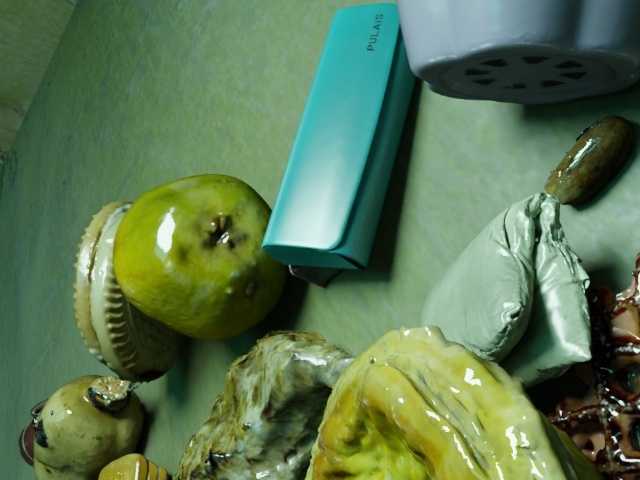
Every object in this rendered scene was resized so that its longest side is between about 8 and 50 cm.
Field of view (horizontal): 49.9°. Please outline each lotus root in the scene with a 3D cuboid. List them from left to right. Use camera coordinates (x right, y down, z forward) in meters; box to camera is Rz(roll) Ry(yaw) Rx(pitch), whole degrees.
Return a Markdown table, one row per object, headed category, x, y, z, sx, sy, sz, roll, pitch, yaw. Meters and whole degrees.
| category | x | y | z | sx | sy | sz | roll | pitch | yaw |
| --- | --- | --- | --- | --- | --- | --- | --- | --- | --- |
| lotus root | -0.359 | 0.297 | 1.048 | 0.140 | 0.154 | 0.257 | 48 | 117 | 45 |
| lotus root | 0.219 | -0.063 | 0.553 | 0.083 | 0.037 | 0.030 | -55 | 42 | 20 |

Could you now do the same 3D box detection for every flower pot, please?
| category | x | y | z | sx | sy | sz | roll | pitch | yaw |
| --- | --- | --- | --- | --- | --- | --- | --- | --- | --- |
| flower pot | 0.169 | -0.245 | 0.541 | 0.265 | 0.265 | 0.243 | -2 | 83 | 52 |

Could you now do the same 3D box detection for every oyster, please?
| category | x | y | z | sx | sy | sz | roll | pitch | yaw |
| --- | --- | --- | --- | --- | --- | --- | --- | --- | --- |
| oyster | -0.080 | 0.196 | 0.773 | 0.396 | 0.111 | 0.204 | -55 | 35 | 27 |

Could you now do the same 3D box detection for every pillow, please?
| category | x | y | z | sx | sy | sz | roll | pitch | yaw |
| --- | --- | --- | --- | --- | --- | --- | --- | --- | --- |
| pillow | 0.134 | 0.060 | 0.543 | 0.181 | 0.077 | 0.134 | 121 | 162 | -54 |

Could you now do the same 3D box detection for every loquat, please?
| category | x | y | z | sx | sy | sz | roll | pitch | yaw |
| --- | --- | --- | --- | --- | --- | --- | --- | --- | --- |
| loquat | -0.148 | 0.022 | 0.857 | 0.246 | 0.213 | 0.214 | 146 | 135 | -68 |

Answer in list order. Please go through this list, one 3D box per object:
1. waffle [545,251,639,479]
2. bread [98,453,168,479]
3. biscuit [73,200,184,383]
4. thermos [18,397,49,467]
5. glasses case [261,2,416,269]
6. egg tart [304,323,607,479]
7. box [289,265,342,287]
| category | x | y | z | sx | sy | sz | roll | pitch | yaw |
| --- | --- | --- | --- | --- | --- | --- | --- | --- | --- |
| waffle | 0.252 | 0.098 | 0.422 | 0.221 | 0.055 | 0.234 | 41 | 112 | 53 |
| bread | -0.258 | 0.397 | 0.934 | 0.116 | 0.077 | 0.200 | -36 | 46 | 40 |
| biscuit | -0.255 | 0.070 | 0.963 | 0.079 | 0.259 | 0.259 | -2 | 68 | 14 |
| thermos | -0.428 | 0.313 | 1.187 | 0.232 | 0.099 | 0.124 | -39 | 83 | 34 |
| glasses case | 0.027 | -0.120 | 0.759 | 0.117 | 0.070 | 0.301 | 1 | 66 | 36 |
| egg tart | 0.098 | 0.224 | 0.460 | 0.352 | 0.150 | 0.352 | 179 | 90 | -66 |
| box | 0.000 | 0.000 | 0.798 | 0.063 | 0.060 | 0.085 | -31 | 50 | 31 |
